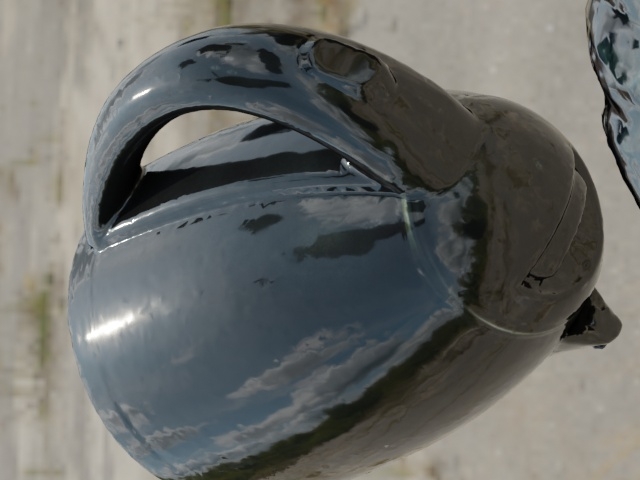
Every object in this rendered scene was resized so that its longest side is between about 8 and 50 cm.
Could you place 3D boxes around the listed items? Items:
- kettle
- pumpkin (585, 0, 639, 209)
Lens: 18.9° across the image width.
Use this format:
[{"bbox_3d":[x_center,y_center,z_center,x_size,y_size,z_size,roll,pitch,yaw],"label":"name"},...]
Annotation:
[{"bbox_3d":[0.000,0.000,0.989,0.290,0.268,0.207,-24,35,53],"label":"kettle"},{"bbox_3d":[0.132,-0.040,0.300,0.150,0.194,0.194,-69,-10,-60],"label":"pumpkin"}]
